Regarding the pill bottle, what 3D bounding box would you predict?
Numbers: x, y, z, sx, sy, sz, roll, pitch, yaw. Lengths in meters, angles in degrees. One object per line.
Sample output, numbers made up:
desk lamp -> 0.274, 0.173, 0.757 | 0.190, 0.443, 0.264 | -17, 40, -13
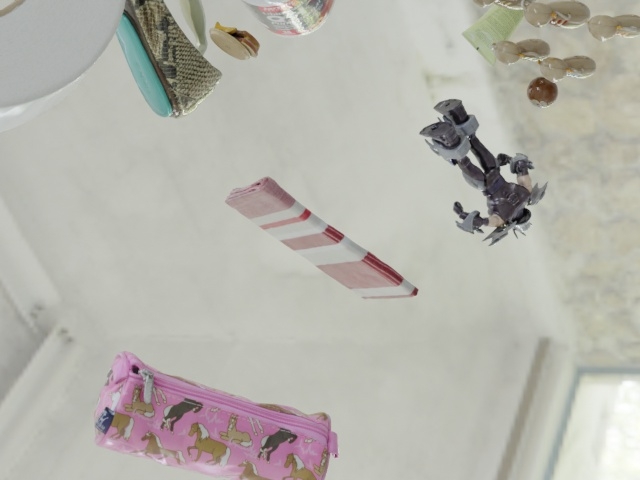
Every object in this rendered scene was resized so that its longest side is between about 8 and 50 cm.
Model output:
pill bottle -> -0.084, -0.511, 2.284 | 0.318, 0.176, 0.176 | 31, -120, -76

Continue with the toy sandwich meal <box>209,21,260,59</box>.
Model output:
toy sandwich meal -> -0.135, -0.313, 1.884 | 0.029, 0.086, 0.085 | -57, -38, -11

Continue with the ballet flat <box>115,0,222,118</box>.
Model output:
ballet flat -> -0.317, -0.437, 2.071 | 0.182, 0.164, 0.482 | -43, -57, -19

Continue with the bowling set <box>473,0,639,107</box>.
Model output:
bowling set -> 0.371, -0.307, 1.978 | 0.154, 0.287, 0.199 | -11, -64, -46

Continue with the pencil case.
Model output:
pencil case -> -0.168, 0.305, 1.939 | 0.167, 0.386, 0.160 | 176, 113, -76

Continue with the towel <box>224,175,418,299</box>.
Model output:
towel -> 0.000, 0.000, 2.100 | 0.329, 0.237, 0.037 | 35, -103, -15

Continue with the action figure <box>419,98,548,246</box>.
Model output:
action figure -> 0.292, -0.115, 2.130 | 0.285, 0.099, 0.185 | 51, -119, -21

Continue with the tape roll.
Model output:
tape roll -> -0.379, -0.286, 1.163 | 0.392, 0.072, 0.392 | 13, -116, -28

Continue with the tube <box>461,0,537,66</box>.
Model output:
tube -> 0.376, -0.457, 2.491 | 0.240, 0.070, 0.062 | -51, -33, -35
